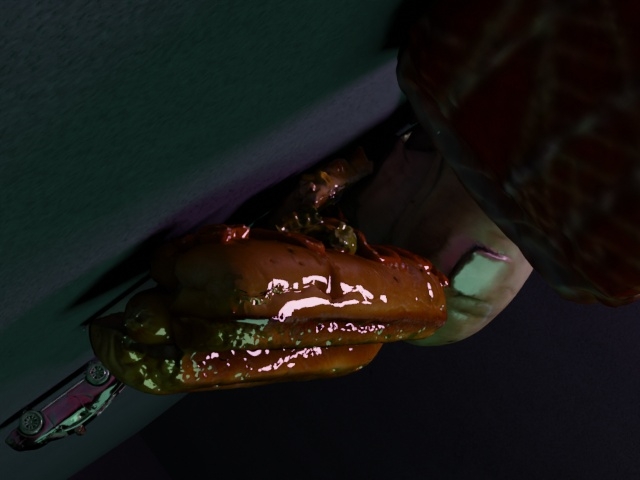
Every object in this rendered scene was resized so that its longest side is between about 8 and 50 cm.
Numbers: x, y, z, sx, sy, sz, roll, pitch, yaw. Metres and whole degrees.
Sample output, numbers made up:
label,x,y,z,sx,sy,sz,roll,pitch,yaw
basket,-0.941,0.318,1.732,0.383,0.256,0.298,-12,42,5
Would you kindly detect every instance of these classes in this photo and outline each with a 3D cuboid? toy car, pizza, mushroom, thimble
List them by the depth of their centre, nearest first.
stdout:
label,x,y,z,sx,sy,sz,roll,pitch,yaw
thimble,0.235,-0.131,0.887,0.350,0.231,0.350,-37,174,-4
pizza,-0.030,-0.022,1.234,0.184,0.036,0.176,-40,178,1
mushroom,0.119,-0.020,1.342,0.255,0.184,0.255,-49,-169,13
toy car,-0.257,0.174,1.463,0.142,0.055,0.069,-37,173,-14

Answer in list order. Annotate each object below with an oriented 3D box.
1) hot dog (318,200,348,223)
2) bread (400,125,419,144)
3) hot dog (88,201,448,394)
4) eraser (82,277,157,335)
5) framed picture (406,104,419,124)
label,x,y,z,sx,sy,sz,roll,pitch,yaw
hot dog,0.000,0.000,1.451,0.249,0.102,0.076,-31,133,-74
bread,0.103,-0.069,1.524,0.125,0.082,0.106,-38,171,-21
hot dog,-0.030,0.044,1.127,0.158,0.117,0.348,-28,164,31
eraser,-0.143,0.069,1.253,0.092,0.046,0.212,-36,176,0
framed picture,0.196,-0.164,1.252,0.249,0.016,0.184,-20,176,-3
